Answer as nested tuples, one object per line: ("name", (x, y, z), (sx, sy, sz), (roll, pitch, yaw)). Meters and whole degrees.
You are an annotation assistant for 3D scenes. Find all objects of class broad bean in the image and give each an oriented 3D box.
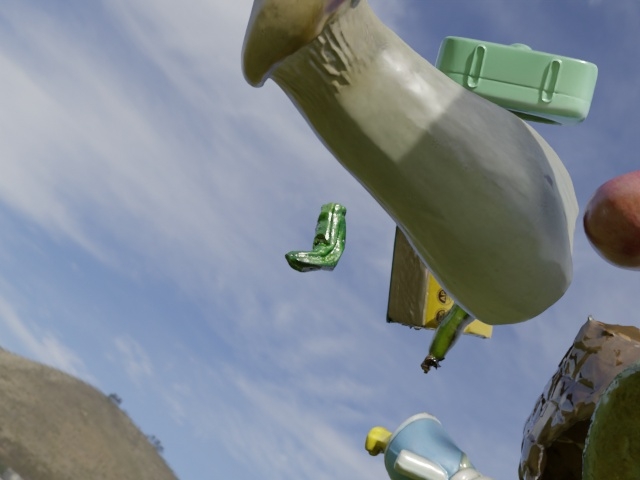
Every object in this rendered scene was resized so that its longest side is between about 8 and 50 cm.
("broad bean", (0.250, 0.090, 1.217), (0.043, 0.297, 0.060), (19, -33, 49))

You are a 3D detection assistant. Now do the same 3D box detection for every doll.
("doll", (0.151, 0.279, 0.870), (0.241, 0.099, 0.135), (38, -23, 51))

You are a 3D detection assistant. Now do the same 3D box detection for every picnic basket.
("picnic basket", (0.380, 0.303, 0.890), (0.293, 0.337, 0.337), (13, -37, 5))

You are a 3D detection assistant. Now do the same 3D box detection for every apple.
("apple", (0.450, -0.026, 1.068), (0.154, 0.120, 0.153), (-4, -43, -3))

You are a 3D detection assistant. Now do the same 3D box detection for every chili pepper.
("chili pepper", (0.002, 0.006, 1.215), (0.050, 0.182, 0.073), (-12, -65, 26))

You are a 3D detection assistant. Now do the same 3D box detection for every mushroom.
("mushroom", (0.075, -0.071, 0.549), (0.122, 0.159, 0.329), (-36, -61, 23))

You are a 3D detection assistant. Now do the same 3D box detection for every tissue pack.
("tissue pack", (0.237, 0.040, 1.421), (0.192, 0.270, 0.134), (11, -8, -36))

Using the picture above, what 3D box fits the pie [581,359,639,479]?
("pie", (0.355, 0.231, 0.632), (0.323, 0.071, 0.323), (6, -82, 47))

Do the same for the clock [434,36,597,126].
("clock", (0.191, -0.157, 0.773), (0.148, 0.188, 0.060), (13, -82, 10))
